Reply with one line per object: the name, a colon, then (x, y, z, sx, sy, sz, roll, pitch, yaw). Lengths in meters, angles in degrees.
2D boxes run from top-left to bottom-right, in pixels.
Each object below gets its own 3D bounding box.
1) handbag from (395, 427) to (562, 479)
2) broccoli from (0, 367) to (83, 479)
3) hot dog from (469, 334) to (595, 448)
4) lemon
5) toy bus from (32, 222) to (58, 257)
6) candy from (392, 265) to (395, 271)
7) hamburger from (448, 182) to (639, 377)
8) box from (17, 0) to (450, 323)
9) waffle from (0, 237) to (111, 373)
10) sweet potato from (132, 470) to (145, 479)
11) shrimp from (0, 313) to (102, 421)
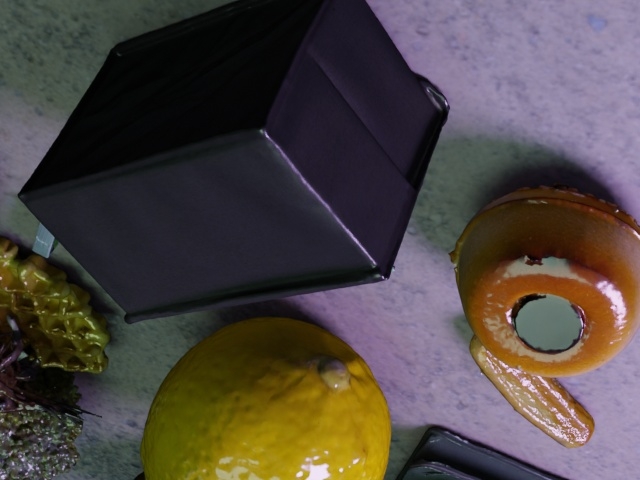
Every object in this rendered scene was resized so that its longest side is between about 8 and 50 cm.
handbag: (0.221, 0.388, 1.836, 0.248, 0.079, 0.260, 23, 141, 2)
broccoli: (-0.456, 0.245, 1.915, 0.242, 0.273, 0.180, 0, 149, -43)
hot dog: (0.258, 0.181, 1.609, 0.066, 0.047, 0.216, -44, 113, 10)
lemon: (-0.071, 0.256, 1.659, 0.336, 0.336, 0.336, 14, 140, 12)
toy bus: (-0.354, -0.011, 1.700, 0.031, 0.037, 0.083, 27, 141, -4)
candy: (0.000, 0.000, 1.541, 0.194, 0.058, 0.062, 20, 110, -11)
hamburger: (0.247, 0.041, 1.383, 0.237, 0.147, 0.236, 8, 127, 10)
box: (-0.086, -0.087, 1.316, 0.345, 0.251, 0.204, -13, 128, 35)
waffle: (-0.439, 0.099, 1.847, 0.309, 0.065, 0.283, 38, 137, -11)
sweet potato: (-0.140, 0.385, 1.976, 0.423, 0.130, 0.130, -11, 130, 28)
shrimp: (-0.460, 0.173, 1.792, 0.343, 0.145, 0.116, 22, 163, 11)
